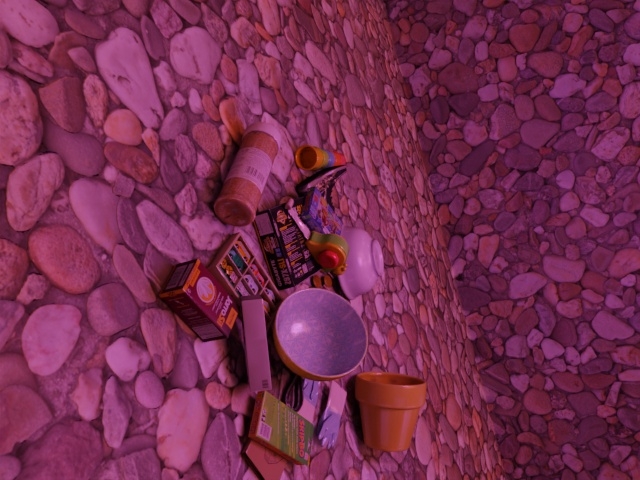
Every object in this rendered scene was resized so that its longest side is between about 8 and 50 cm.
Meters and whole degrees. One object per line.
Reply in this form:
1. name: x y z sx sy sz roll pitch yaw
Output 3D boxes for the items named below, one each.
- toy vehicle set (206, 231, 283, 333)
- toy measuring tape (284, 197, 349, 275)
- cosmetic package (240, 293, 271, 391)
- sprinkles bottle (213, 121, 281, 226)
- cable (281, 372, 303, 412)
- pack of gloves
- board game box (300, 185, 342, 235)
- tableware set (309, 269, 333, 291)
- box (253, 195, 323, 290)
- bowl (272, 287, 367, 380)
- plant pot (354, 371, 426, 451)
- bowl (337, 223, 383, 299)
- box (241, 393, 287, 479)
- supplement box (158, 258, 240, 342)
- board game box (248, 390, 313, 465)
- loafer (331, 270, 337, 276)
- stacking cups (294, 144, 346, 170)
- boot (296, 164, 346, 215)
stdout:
1. toy vehicle set: -0.207 0.128 1.557 0.266 0.035 0.166 61 31 -26
2. toy measuring tape: 0.009 -0.011 1.778 0.330 0.122 0.121 58 32 -30
3. cosmetic package: -0.172 0.268 1.445 0.099 0.061 0.238 -171 -105 -82
4. sprinkles bottle: -0.210 -0.204 1.624 0.121 0.121 0.355 53 35 -36
5. cable: -0.048 0.394 1.680 0.139 0.072 0.287 56 33 -12
6. pack of gloves: -0.011 0.529 1.737 0.195 0.046 0.232 46 36 -22
7. board game box: 0.007 -0.070 1.888 0.201 0.035 0.136 53 35 -37
8. tableware set: -0.001 0.155 1.943 0.104 0.024 0.154 52 36 -31
9. box: -0.080 -0.004 1.814 0.322 0.080 0.256 -30 102 -62
10. bowl: -0.020 0.303 1.638 0.290 0.156 0.289 13 50 -17
11. plant pot: 0.245 0.610 1.955 0.254 0.254 0.238 12 81 -60
12. bowl: 0.161 0.075 2.104 0.298 0.134 0.297 -9 90 -71
13. box: -0.133 0.554 1.501 0.164 0.021 0.201 62 30 -23
14. supplement box: -0.292 0.149 1.341 0.188 0.081 0.104 56 33 -33
15. board game box: -0.101 0.525 1.513 0.259 0.039 0.124 46 39 -38
16. loafer: 0.056 0.074 2.065 0.045 0.039 0.125 19 60 -59
17. stacking cups: 0.016 -0.322 2.126 0.316 0.096 0.095 -17 92 -63
18. boot: 0.028 -0.170 2.042 0.236 0.085 0.178 -33 111 -35
